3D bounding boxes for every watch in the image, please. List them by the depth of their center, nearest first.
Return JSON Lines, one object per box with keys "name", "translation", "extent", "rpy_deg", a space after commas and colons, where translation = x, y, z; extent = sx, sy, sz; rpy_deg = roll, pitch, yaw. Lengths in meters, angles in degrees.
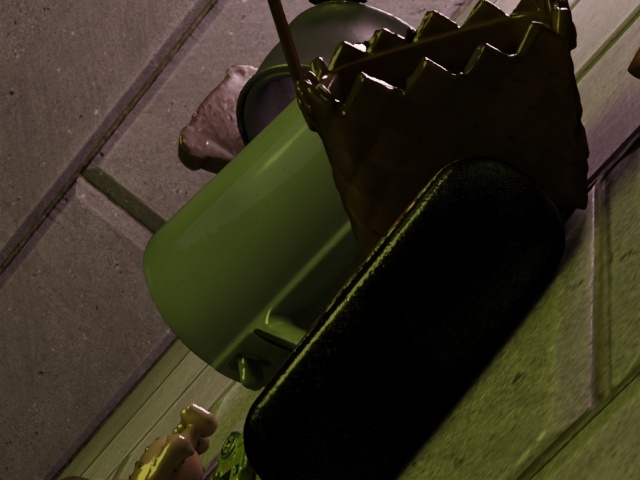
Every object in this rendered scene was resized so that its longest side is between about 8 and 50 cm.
{"name": "watch", "translation": [0.006, -0.171, 2.248], "extent": [0.314, 0.335, 0.327], "rpy_deg": [-55, -2, -40]}

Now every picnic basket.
{"name": "picnic basket", "translation": [0.099, -0.162, 1.426], "extent": [0.254, 0.321, 0.291], "rpy_deg": [-15, 12, 6]}

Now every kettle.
{"name": "kettle", "translation": [0.000, 0.000, 1.882], "extent": [0.377, 0.250, 0.361], "rpy_deg": [-45, 29, 28]}

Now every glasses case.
{"name": "glasses case", "translation": [0.066, 0.075, 1.288], "extent": [0.321, 0.122, 0.082], "rpy_deg": [-51, 7, -3]}

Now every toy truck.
{"name": "toy truck", "translation": [-0.033, 0.205, 1.494], "extent": [0.169, 0.077, 0.100], "rpy_deg": [-42, 24, 39]}

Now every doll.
{"name": "doll", "translation": [-0.223, 0.321, 2.027], "extent": [0.278, 0.119, 0.154], "rpy_deg": [-49, -12, -51]}

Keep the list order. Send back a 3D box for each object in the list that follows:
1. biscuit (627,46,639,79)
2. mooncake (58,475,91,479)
{"name": "biscuit", "translation": [0.365, -0.249, 1.385], "extent": [0.275, 0.052, 0.355], "rpy_deg": [-46, 8, 36]}
{"name": "mooncake", "translation": [-0.275, 0.400, 1.496], "extent": [0.378, 0.201, 0.378], "rpy_deg": [-51, 6, 8]}
